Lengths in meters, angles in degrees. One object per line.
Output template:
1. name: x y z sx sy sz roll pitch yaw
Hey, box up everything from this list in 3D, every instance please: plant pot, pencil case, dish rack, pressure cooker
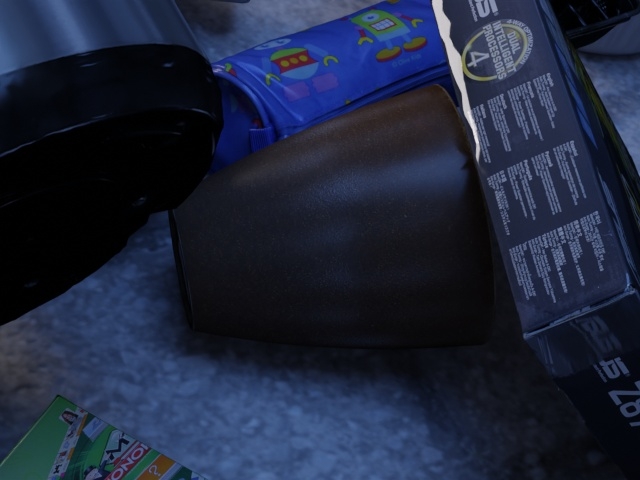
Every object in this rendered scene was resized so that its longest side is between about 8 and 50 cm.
1. plant pot: 0.000 0.000 1.445 0.230 0.215 0.215 -11 50 -9
2. pencil case: 0.022 -0.138 1.622 0.306 0.119 0.133 -25 37 -35
3. dish rack: 0.154 -0.278 1.665 0.271 0.074 0.208 51 32 11
4. pressure cooker: -0.309 -0.157 1.167 0.370 0.375 0.420 -14 70 -50

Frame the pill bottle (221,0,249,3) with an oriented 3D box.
1. pill bottle: -0.213 -0.306 1.668 0.318 0.176 0.176 6 46 -12

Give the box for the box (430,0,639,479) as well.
1. box: 0.211 -0.008 1.440 0.097 0.318 0.395 -25 46 15

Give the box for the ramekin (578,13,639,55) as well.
1. ramekin: 0.290 -0.307 1.869 0.273 0.127 0.273 10 45 -10

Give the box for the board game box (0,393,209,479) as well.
1. board game box: -0.176 0.266 1.224 0.213 0.046 0.317 28 45 10
